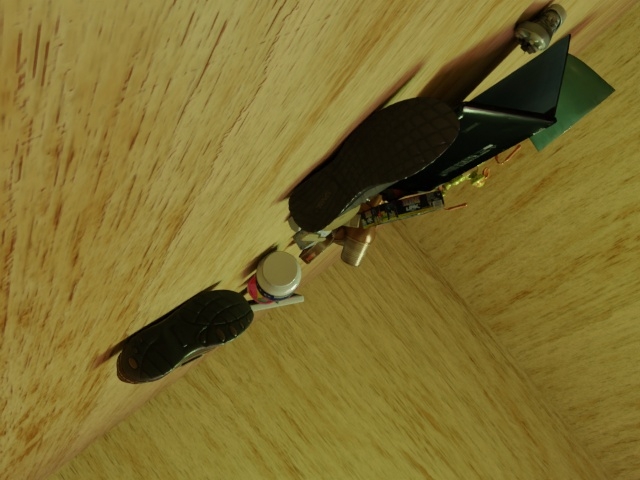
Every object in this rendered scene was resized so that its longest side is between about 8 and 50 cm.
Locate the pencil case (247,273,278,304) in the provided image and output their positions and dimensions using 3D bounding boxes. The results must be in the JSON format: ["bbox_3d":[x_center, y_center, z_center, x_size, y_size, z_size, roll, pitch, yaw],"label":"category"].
[{"bbox_3d":[-0.129,0.123,1.768,0.104,0.104,0.236,-40,176,9],"label":"pencil case"}]

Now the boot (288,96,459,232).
[{"bbox_3d":[0.104,-0.148,1.098,0.338,0.118,0.222,-29,-177,27],"label":"boot"}]

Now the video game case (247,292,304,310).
[{"bbox_3d":[-0.160,0.187,1.876,0.190,0.022,0.173,-9,-179,-14],"label":"video game case"}]

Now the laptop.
[{"bbox_3d":[0.298,-0.283,1.353,0.407,0.237,0.382,0,162,-33],"label":"laptop"}]

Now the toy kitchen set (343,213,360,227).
[{"bbox_3d":[0.068,-0.076,1.619,0.075,0.083,0.068,-20,119,-75],"label":"toy kitchen set"}]

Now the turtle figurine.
[{"bbox_3d":[0.402,-0.232,1.727,0.269,0.217,0.087,-41,174,19],"label":"turtle figurine"}]

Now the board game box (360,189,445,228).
[{"bbox_3d":[0.201,-0.077,1.537,0.170,0.048,0.141,-14,180,-17],"label":"board game box"}]

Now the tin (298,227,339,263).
[{"bbox_3d":[0.000,0.000,1.707,0.106,0.040,0.190,-37,-169,31],"label":"tin"}]

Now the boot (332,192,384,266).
[{"bbox_3d":[0.106,-0.073,1.777,0.283,0.108,0.220,-96,-154,-72],"label":"boot"}]

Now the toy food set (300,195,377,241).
[{"bbox_3d":[0.039,-0.069,1.463,0.192,0.039,0.132,-39,162,19],"label":"toy food set"}]

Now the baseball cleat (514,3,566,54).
[{"bbox_3d":[0.436,-0.425,1.219,0.109,0.072,0.206,-48,-179,17],"label":"baseball cleat"}]

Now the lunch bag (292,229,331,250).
[{"bbox_3d":[-0.017,-0.019,1.567,0.083,0.053,0.071,-31,179,38],"label":"lunch bag"}]

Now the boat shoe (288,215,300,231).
[{"bbox_3d":[-0.040,-0.049,1.258,0.035,0.035,0.100,-34,166,-24],"label":"boat shoe"}]

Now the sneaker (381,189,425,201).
[{"bbox_3d":[0.226,-0.161,1.608,0.135,0.098,0.276,-10,-173,20],"label":"sneaker"}]

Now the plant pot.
[{"bbox_3d":[0.755,-0.474,2.006,0.293,0.235,0.293,-38,175,-4],"label":"plant pot"}]

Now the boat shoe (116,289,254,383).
[{"bbox_3d":[-0.290,0.201,1.299,0.324,0.123,0.120,-23,170,-44],"label":"boat shoe"}]

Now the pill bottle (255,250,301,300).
[{"bbox_3d":[-0.105,0.086,1.529,0.112,0.112,0.187,-38,174,-14],"label":"pill bottle"}]
